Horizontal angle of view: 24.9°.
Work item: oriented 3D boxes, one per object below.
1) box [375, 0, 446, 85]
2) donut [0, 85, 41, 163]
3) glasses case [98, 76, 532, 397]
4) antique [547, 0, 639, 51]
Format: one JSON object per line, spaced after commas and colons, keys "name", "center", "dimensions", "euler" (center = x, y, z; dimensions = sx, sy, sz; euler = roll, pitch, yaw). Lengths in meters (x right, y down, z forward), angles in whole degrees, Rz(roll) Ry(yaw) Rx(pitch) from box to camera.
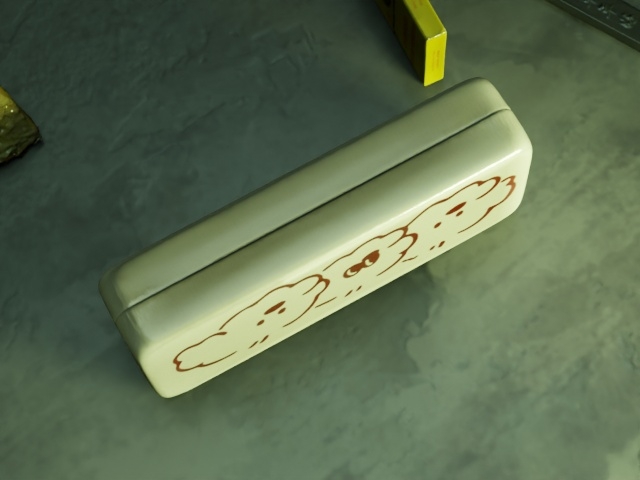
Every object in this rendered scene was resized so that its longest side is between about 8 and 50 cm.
{"name": "box", "center": [0.061, -0.213, 1.222], "dimensions": [0.023, 0.087, 0.155], "euler": [-27, 72, -4]}
{"name": "donut", "center": [-0.381, -0.088, 1.187], "dimensions": [0.259, 0.101, 0.152], "euler": [-34, 66, -15]}
{"name": "glasses case", "center": [0.000, 0.000, 1.115], "dimensions": [0.336, 0.144, 0.076], "euler": [-28, 71, -7]}
{"name": "antique", "center": [0.239, -0.200, 1.247], "dimensions": [0.192, 0.015, 0.031], "euler": [32, 74, 13]}
